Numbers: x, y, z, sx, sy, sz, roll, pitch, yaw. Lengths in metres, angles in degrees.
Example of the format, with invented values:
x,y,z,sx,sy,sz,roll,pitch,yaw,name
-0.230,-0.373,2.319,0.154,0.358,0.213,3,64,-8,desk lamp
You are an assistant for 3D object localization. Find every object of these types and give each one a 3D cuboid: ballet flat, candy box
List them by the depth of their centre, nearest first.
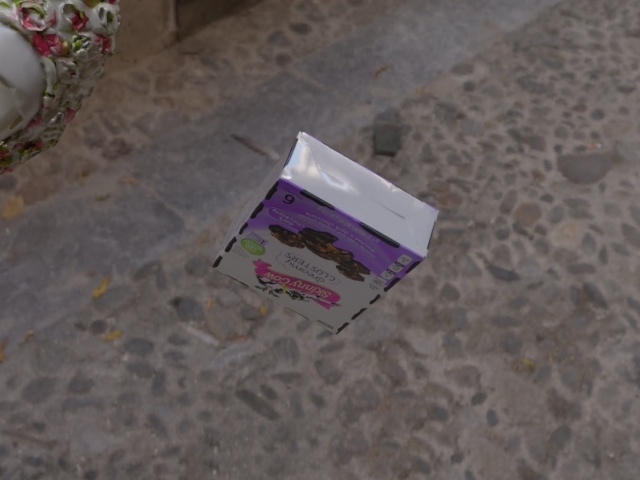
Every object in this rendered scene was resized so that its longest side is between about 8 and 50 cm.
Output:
x,y,z,sx,sy,sz,roll,pitch,yaw,name
-0.199,-0.053,0.477,0.241,0.091,0.077,-39,20,13,ballet flat
0.000,0.000,0.967,0.164,0.196,0.070,29,53,-11,candy box
